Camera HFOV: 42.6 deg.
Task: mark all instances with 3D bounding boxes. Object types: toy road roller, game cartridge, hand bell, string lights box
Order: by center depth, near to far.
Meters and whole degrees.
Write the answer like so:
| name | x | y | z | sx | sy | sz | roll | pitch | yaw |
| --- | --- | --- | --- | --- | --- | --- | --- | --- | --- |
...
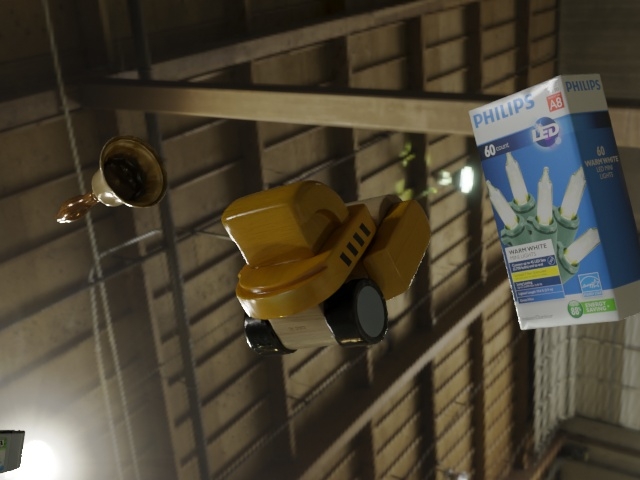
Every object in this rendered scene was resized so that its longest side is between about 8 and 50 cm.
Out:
| name | x | y | z | sx | sy | sz | roll | pitch | yaw |
| --- | --- | --- | --- | --- | --- | --- | --- | --- | --- |
| string lights box | 0.265 | -0.039 | 0.910 | 0.077 | 0.133 | 0.259 | -12 | -93 | -38 |
| game cartridge | -0.410 | 0.262 | 1.013 | 0.083 | 0.017 | 0.056 | 5 | -77 | -27 |
| toy road roller | 0.000 | 0.000 | 1.202 | 0.240 | 0.203 | 0.329 | 63 | -143 | -23 |
| hand bell | -0.382 | -0.075 | 1.395 | 0.126 | 0.242 | 0.126 | 24 | -125 | -40 |
